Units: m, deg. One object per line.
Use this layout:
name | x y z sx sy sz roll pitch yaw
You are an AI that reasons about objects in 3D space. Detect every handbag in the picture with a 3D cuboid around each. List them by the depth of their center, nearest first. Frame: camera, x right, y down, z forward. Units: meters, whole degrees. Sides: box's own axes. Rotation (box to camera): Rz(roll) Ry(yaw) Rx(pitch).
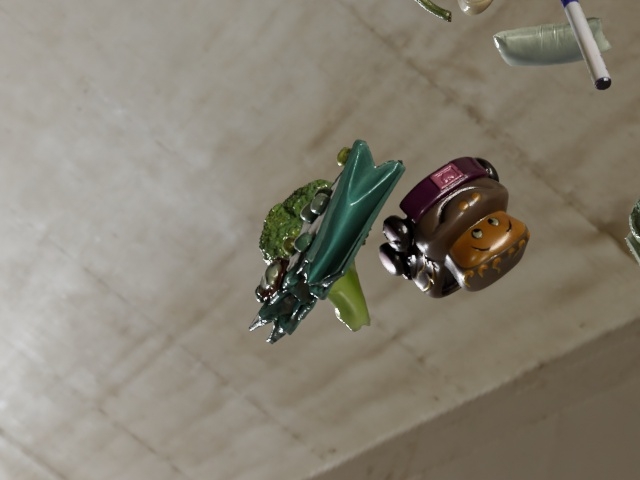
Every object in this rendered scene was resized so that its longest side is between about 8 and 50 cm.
handbag | -0.003 -0.004 1.658 0.274 0.100 0.268 -58 -174 -34

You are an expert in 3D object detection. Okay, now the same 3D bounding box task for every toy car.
toy car | 0.291 0.003 2.240 0.271 0.240 0.340 -33 155 -16

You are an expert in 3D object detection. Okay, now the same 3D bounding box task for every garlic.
garlic | 0.316 -0.514 2.180 0.174 0.099 0.124 -59 167 -52

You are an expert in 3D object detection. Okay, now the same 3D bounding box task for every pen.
pen | 0.464 -0.365 1.930 0.033 0.033 0.269 -44 -142 36

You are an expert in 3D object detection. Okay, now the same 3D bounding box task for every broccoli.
broccoli | 0.003 0.004 2.267 0.186 0.302 0.254 6 -121 33

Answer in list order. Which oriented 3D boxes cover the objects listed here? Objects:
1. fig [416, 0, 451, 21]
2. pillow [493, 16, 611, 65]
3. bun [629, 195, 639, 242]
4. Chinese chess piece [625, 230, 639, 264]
fig | 0.127 -0.439 1.724 0.149 0.245 0.149 -28 -147 20
pillow | 0.533 -0.456 2.507 0.144 0.254 0.078 50 39 -60
bun | 0.702 -0.062 2.089 0.221 0.221 0.108 -42 -129 44
Chinese chess piece | 0.756 0.070 2.356 0.101 0.250 0.250 -29 -167 11
